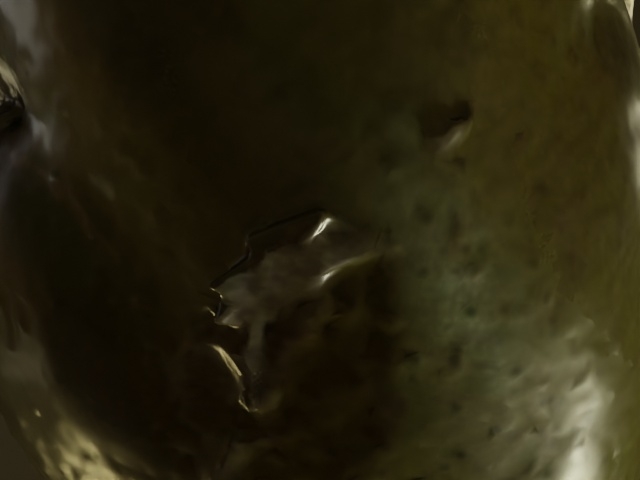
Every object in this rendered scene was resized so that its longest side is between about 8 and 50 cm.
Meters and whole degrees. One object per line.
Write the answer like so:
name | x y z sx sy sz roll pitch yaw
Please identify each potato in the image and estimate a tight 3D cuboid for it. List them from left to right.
potato | 0.001 -0.001 0.420 0.203 0.350 0.218 -13 -174 -40
